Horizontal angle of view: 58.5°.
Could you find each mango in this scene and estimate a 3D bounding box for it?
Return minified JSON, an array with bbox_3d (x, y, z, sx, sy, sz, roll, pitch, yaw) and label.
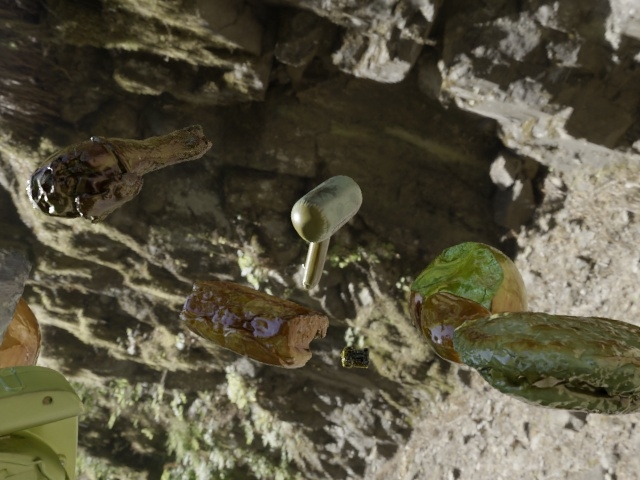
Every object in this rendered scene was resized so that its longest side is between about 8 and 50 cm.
[{"bbox_3d":[0.225,0.147,0.959,0.111,0.089,0.163,-50,29,-15],"label":"mango"}]

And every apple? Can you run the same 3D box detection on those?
[{"bbox_3d":[0.309,0.119,1.207,0.246,0.246,0.226,113,169,-69],"label":"apple"}]

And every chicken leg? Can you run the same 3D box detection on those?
[{"bbox_3d":[-0.372,-0.145,1.093,0.211,0.361,0.140,42,149,51],"label":"chicken leg"}]

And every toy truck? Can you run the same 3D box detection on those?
[{"bbox_3d":[0.103,0.349,1.689,0.049,0.083,0.054,-84,-2,-47],"label":"toy truck"}]

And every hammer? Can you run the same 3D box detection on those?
[{"bbox_3d":[0.000,0.000,1.389,0.202,0.113,0.305,-37,-31,-45],"label":"hammer"}]

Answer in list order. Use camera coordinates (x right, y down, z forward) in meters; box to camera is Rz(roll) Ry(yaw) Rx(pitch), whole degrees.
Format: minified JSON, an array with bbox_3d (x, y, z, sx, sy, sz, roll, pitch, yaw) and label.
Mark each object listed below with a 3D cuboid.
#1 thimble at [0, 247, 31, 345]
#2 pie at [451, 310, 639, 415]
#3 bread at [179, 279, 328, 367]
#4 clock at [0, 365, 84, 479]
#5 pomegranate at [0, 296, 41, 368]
[{"bbox_3d":[-0.556,0.090,0.871,0.205,0.172,0.236,-63,23,2],"label":"thimble"},{"bbox_3d":[0.261,0.125,0.581,0.201,0.248,0.090,-148,64,-77],"label":"pie"},{"bbox_3d":[-0.161,0.199,1.339,0.195,0.344,0.148,10,-87,-58],"label":"bread"},{"bbox_3d":[-0.433,0.342,0.690,0.117,0.286,0.348,14,106,51],"label":"clock"},{"bbox_3d":[-0.886,0.268,1.375,0.411,0.412,0.411,-162,90,-88],"label":"pomegranate"}]
